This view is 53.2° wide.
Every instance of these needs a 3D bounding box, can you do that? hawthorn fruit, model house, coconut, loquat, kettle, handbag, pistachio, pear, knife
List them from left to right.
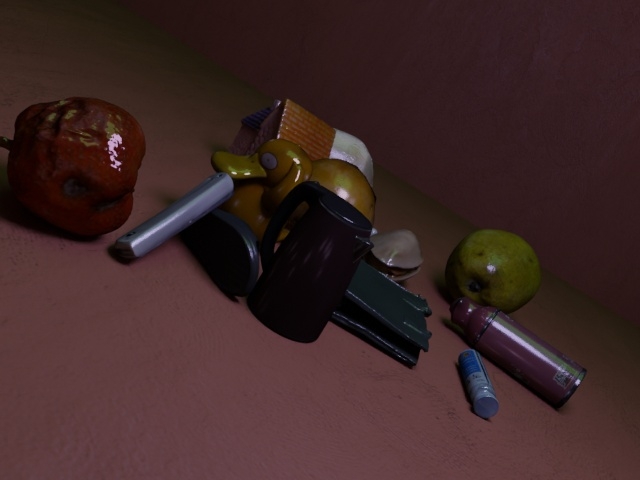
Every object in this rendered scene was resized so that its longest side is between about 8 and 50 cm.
[{"bbox_3d":[-0.392,-0.120,0.951,0.243,0.207,0.207,13,23,-27],"label":"hawthorn fruit"},{"bbox_3d":[-0.241,-0.045,1.076,0.073,0.040,0.265,3,31,32],"label":"knife"},{"bbox_3d":[-0.098,-0.239,1.686,0.202,0.237,0.237,25,8,-36],"label":"model house"},{"bbox_3d":[-0.019,0.026,1.101,0.144,0.232,0.202,14,23,-48],"label":"kettle"},{"bbox_3d":[0.016,-0.074,1.474,0.235,0.235,0.235,29,16,-9],"label":"loquat"},{"bbox_3d":[0.043,-0.215,1.938,0.247,0.245,0.245,28,16,-15],"label":"coconut"},{"bbox_3d":[0.109,0.128,1.309,0.260,0.079,0.247,31,16,-2],"label":"handbag"},{"bbox_3d":[0.185,0.041,1.619,0.152,0.126,0.223,28,26,8],"label":"pistachio"},{"bbox_3d":[0.473,0.093,1.767,0.253,0.252,0.307,36,30,16],"label":"pear"}]

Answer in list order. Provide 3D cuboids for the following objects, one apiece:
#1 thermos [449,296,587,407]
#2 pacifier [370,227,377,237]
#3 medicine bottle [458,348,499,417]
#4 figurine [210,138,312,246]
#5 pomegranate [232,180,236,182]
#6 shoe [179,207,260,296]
[{"bbox_3d":[0.452,0.245,1.515,0.330,0.109,0.136,36,17,17],"label":"thermos"},{"bbox_3d":[0.124,0.000,1.717,0.099,0.078,0.081,35,-4,17],"label":"pacifier"},{"bbox_3d":[0.312,0.280,1.270,0.051,0.051,0.191,30,17,-5],"label":"medicine bottle"},{"bbox_3d":[-0.122,-0.090,1.270,0.215,0.228,0.215,7,28,-4],"label":"figurine"},{"bbox_3d":[-0.140,-0.090,1.431,0.159,0.129,0.129,48,21,17],"label":"pomegranate"},{"bbox_3d":[-0.160,0.004,1.141,0.093,0.108,0.241,8,24,-46],"label":"shoe"}]
